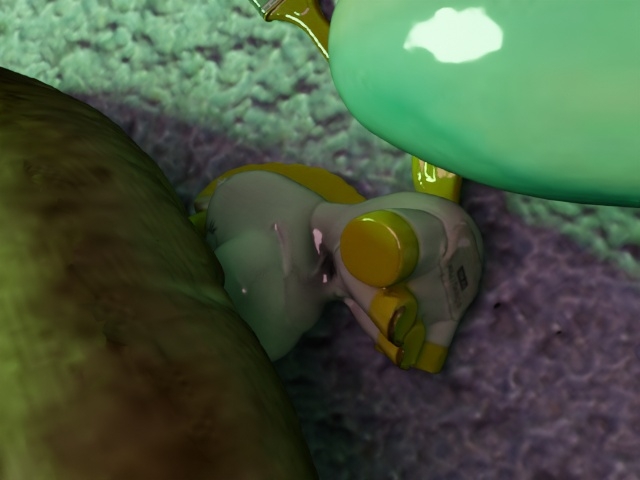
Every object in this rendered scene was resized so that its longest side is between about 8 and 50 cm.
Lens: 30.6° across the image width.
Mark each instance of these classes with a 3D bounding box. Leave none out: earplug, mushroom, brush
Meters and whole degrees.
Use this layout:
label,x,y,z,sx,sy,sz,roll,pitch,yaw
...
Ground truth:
label,x,y,z,sx,sy,sz,roll,pitch,yaw
earplug,0.148,-0.081,0.490,0.324,0.185,0.185,2,81,33
mushroom,-0.178,0.035,0.556,0.224,0.313,0.397,-11,64,-24
brush,-0.003,-0.123,0.662,0.043,0.014,0.170,-41,69,11

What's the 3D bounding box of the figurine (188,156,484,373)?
label,x,y,z,sx,sy,sz,roll,pitch,yaw
figurine,-0.004,0.006,0.607,0.178,0.109,0.129,-4,53,24
